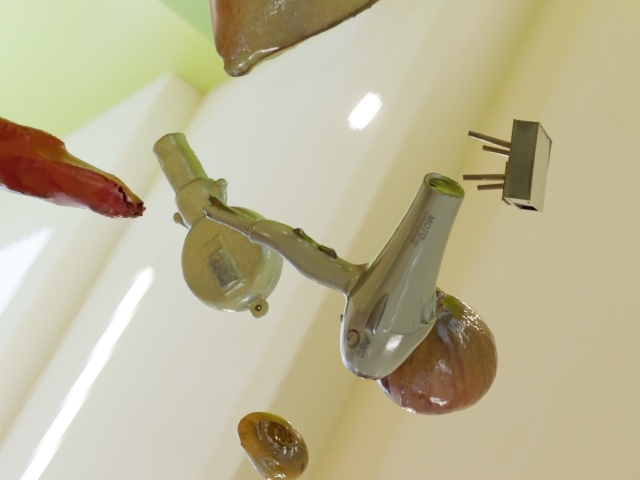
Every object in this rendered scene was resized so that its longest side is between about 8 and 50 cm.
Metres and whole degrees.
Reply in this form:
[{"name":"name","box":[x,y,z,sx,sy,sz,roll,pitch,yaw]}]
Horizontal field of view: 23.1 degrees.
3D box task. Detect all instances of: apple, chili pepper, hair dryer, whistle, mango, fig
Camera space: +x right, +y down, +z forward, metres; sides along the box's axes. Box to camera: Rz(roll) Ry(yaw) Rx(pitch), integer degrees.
[{"name":"apple","box":[-0.007,-0.284,1.420,0.120,0.193,0.265,-6,-157,42]},{"name":"chili pepper","box":[-0.416,-0.109,2.243,0.387,0.110,0.110,20,-114,23]},{"name":"hair dryer","box":[0.030,-0.014,1.562,0.229,0.267,0.092,-47,176,33]},{"name":"whistle","box":[-0.128,-0.018,1.854,0.126,0.067,0.258,-37,-113,18]},{"name":"mango","box":[-0.063,0.267,2.036,0.057,0.114,0.079,-14,-141,57]},{"name":"fig","box":[0.128,0.123,1.912,0.149,0.202,0.148,-20,-153,20]}]

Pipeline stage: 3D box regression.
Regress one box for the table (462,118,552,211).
[{"name":"table","box":[0.293,-0.118,2.457,0.240,0.111,0.121,17,81,-77]}]
